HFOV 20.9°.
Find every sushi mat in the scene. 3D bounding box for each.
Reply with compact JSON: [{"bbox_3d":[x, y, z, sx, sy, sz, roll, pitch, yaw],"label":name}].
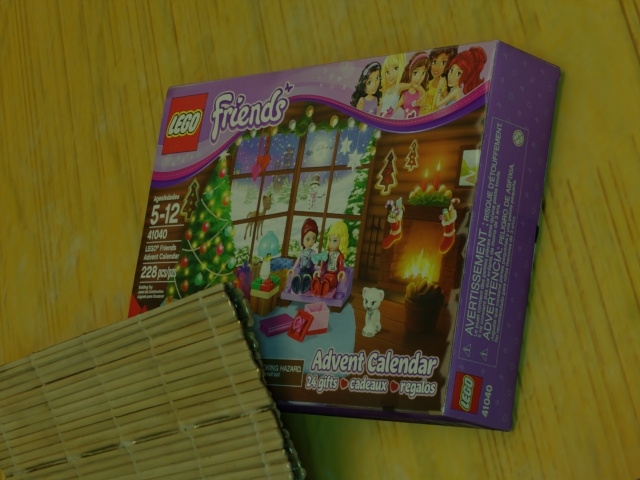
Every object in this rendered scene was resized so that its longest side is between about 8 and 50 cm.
[{"bbox_3d":[-0.117,0.127,1.068,0.316,0.019,0.151,-20,86,49],"label":"sushi mat"}]

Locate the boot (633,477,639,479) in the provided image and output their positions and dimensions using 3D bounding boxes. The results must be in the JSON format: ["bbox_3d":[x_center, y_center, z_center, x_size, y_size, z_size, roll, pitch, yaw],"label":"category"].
[{"bbox_3d":[0.147,0.174,0.539,0.123,0.095,0.258,-8,43,20],"label":"boot"}]

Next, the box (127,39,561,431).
[{"bbox_3d":[0.000,0.000,1.010,0.293,0.057,0.201,-2,75,49],"label":"box"}]
